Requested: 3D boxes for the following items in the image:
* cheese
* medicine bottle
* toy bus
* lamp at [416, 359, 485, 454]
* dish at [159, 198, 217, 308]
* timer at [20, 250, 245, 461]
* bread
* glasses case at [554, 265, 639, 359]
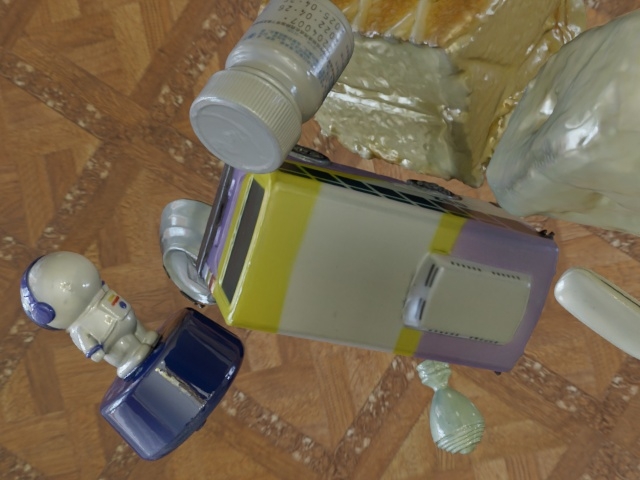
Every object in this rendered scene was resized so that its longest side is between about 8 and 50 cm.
[{"bbox_3d":[0.303,-0.099,0.758,0.251,0.248,0.173,21,74,8],"label":"cheese"},{"bbox_3d":[-0.043,-0.157,0.811,0.105,0.105,0.168,28,60,5],"label":"medicine bottle"},{"bbox_3d":[0.086,0.025,1.095,0.440,0.249,0.209,13,104,-22],"label":"toy bus"},{"bbox_3d":[0.244,0.315,1.587,0.106,0.106,0.193,-23,66,3],"label":"lamp"},{"bbox_3d":[-0.271,0.057,1.915,0.316,0.316,0.106,40,54,4],"label":"dish"},{"bbox_3d":[-0.352,0.166,1.444,0.383,0.270,0.270,43,92,-12],"label":"timer"},{"bbox_3d":[0.167,-0.332,1.241,0.371,0.279,0.390,21,63,33],"label":"bread"},{"bbox_3d":[0.198,0.049,0.563,0.083,0.021,0.032,36,124,9],"label":"glasses case"}]
